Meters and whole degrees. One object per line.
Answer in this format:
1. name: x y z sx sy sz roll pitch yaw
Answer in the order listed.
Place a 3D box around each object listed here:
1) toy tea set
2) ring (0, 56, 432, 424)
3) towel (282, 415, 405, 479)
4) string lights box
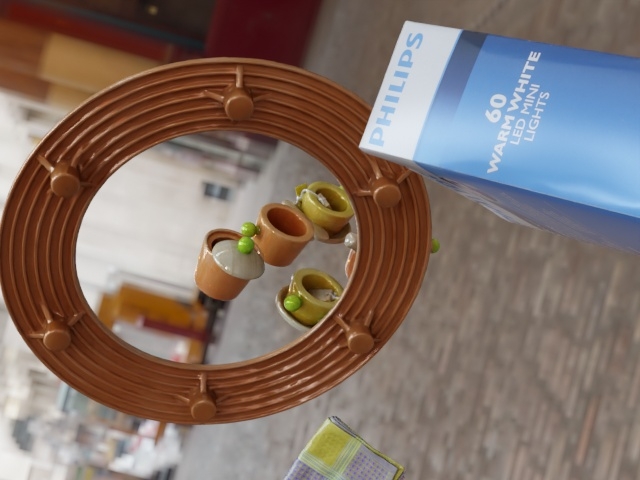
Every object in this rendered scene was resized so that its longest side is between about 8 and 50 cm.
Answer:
1. toy tea set: 0.000 0.000 1.987 0.336 0.200 0.124 -29 -27 -53
2. ring: -0.077 0.015 1.260 0.032 0.336 0.337 -105 28 -56
3. towel: 0.007 0.154 1.014 0.083 0.060 0.009 -53 -5 14
4. string lights box: 0.157 -0.035 0.796 0.259 0.133 0.077 18 87 47
